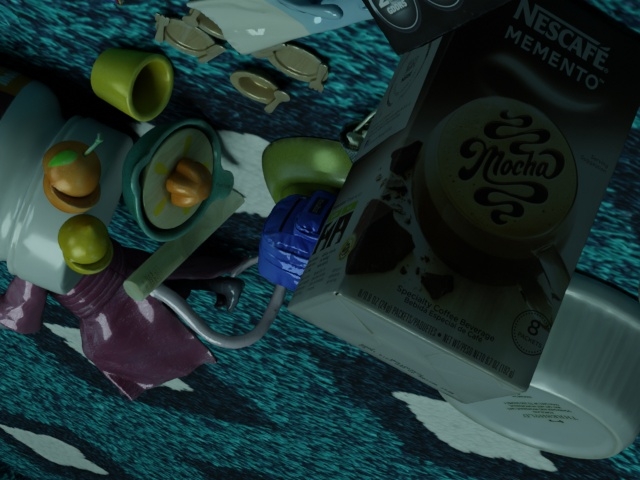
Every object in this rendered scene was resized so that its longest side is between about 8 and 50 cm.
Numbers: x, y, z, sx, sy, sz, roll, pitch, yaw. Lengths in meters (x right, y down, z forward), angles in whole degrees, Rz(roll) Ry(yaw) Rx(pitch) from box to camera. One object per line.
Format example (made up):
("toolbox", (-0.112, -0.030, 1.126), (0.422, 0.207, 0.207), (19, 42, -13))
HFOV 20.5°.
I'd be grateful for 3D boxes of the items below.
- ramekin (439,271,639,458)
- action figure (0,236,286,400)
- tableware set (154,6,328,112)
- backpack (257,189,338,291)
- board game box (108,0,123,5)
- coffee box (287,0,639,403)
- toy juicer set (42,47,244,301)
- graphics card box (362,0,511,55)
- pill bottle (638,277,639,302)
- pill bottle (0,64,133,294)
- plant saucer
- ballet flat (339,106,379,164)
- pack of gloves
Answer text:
("ramekin", (0.244, 0.135, 1.922), (0.273, 0.127, 0.273), (21, 159, 8))
("action figure", (-0.272, 0.053, 2.107), (0.276, 0.248, 0.370), (-2, 151, 48))
("tableware set", (-0.076, -0.174, 1.655), (0.169, 0.020, 0.141), (30, 159, -15))
("backpack", (0.000, 0.000, 1.797), (0.120, 0.098, 0.101), (17, 130, 15))
("board game box", (-0.245, -0.288, 1.517), (0.147, 0.045, 0.193), (19, 159, 13))
("coffee box", (0.119, -0.046, 1.363), (0.168, 0.297, 0.119), (28, 163, -14))
("toy juicer set", (-0.172, -0.035, 1.834), (0.089, 0.209, 0.329), (21, 161, 30))
("graphics card box", (0.026, -0.295, 0.926), (0.371, 0.094, 0.233), (56, 151, -9))
("pill bottle", (0.444, 0.031, 1.340), (0.361, 0.204, 0.204), (24, 160, 1))
("pill bottle", (-0.418, -0.101, 1.914), (0.392, 0.224, 0.224), (23, 160, 2))
("plant saucer", (0.042, -0.029, 1.863), (0.241, 0.037, 0.241), (21, 159, 8))
("ballet flat", (0.080, -0.098, 1.622), (0.070, 0.070, 0.188), (35, 154, -27))
("pack of gloves", (-0.057, -0.216, 1.466), (0.232, 0.046, 0.195), (-9, 144, 47))
